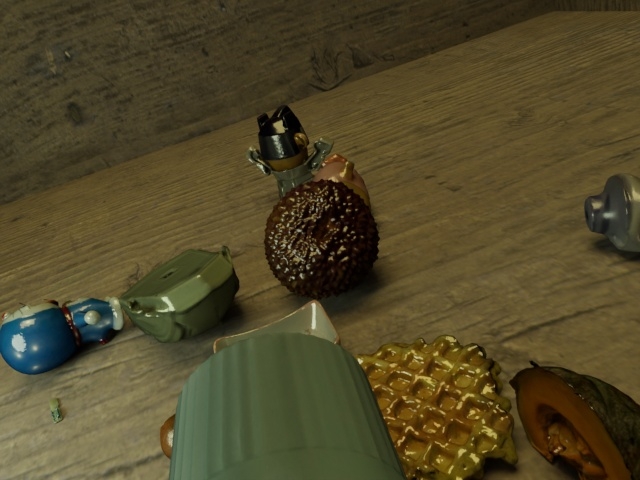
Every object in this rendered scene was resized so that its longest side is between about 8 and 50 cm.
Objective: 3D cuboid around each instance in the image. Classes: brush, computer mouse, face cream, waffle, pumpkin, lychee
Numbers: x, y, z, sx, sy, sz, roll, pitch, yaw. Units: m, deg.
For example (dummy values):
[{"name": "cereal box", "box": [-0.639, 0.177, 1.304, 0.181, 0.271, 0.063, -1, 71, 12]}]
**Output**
[{"name": "brush", "box": [-0.522, 0.331, 1.045, 0.016, 0.013, 0.084, -32, 28, -21]}, {"name": "computer mouse", "box": [-0.298, 0.125, 1.160, 0.228, 0.145, 0.429, -41, 19, -25]}, {"name": "face cream", "box": [0.701, -0.061, 0.950, 0.421, 0.137, 0.234, -3, 28, 12]}, {"name": "waffle", "box": [0.125, 0.245, 0.764, 0.301, 0.058, 0.281, -6, 29, 25]}, {"name": "pumpkin", "box": [0.331, 0.219, 0.567, 0.111, 0.163, 0.278, -23, 28, -8]}, {"name": "lychee", "box": [0.000, 0.000, 1.130, 0.272, 0.271, 0.271, -14, 27, 7]}]

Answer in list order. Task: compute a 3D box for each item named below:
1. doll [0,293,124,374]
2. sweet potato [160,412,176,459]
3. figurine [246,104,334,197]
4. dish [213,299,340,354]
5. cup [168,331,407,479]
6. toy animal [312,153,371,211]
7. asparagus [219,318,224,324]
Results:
[{"name": "doll", "box": [-0.576, 0.191, 1.187, 0.257, 0.161, 0.215, -22, -3, -34]}, {"name": "sweet potato", "box": [-0.115, 0.286, 0.778, 0.292, 0.097, 0.097, -14, 26, 24]}, {"name": "figurine", "box": [-0.094, -0.256, 1.609, 0.309, 0.308, 0.143, -10, 32, 15]}, {"name": "dish", "box": [-0.071, 0.205, 0.937, 0.213, 0.077, 0.151, -22, 28, -8]}, {"name": "cup", "box": [-0.037, 0.307, 0.553, 0.257, 0.331, 0.311, 7, 29, -15]}, {"name": "toy animal", "box": [0.049, -0.099, 1.365, 0.169, 0.195, 0.281, 23, 24, -7]}, {"name": "asparagus", "box": [-0.228, 0.145, 1.220, 0.016, 0.016, 0.162, -42, 24, 12]}]
